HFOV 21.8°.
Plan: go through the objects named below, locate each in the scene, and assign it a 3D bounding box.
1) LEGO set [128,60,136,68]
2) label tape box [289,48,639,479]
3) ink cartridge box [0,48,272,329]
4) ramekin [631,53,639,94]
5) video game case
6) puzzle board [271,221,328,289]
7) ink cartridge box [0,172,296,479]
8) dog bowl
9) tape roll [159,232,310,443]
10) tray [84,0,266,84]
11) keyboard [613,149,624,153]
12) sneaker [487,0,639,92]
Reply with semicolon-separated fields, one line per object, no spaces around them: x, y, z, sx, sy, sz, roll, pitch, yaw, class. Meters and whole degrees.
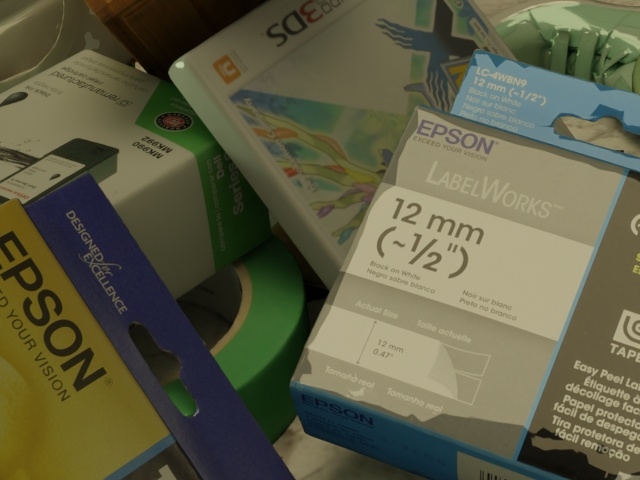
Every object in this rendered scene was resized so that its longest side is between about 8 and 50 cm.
-0.125;-0.179;1.669;0.287;0.107;0.132;1;34;10;LEGO set
0.160;0.011;1.180;0.249;0.115;0.347;18;69;16;label tape box
-0.215;-0.016;1.293;0.211;0.121;0.289;24;44;36;ink cartridge box
0.412;-0.074;1.388;0.304;0.148;0.303;-5;34;3;ramekin
0.076;-0.075;1.341;0.300;0.329;0.036;-40;5;-39;video game case
0.000;0.000;1.471;0.096;0.011;0.128;12;38;28;puzzle board
-0.178;0.133;1.083;0.307;0.303;0.072;-33;-2;-32;ink cartridge box
-0.320;-0.168;1.593;0.349;0.102;0.349;-24;17;8;dog bowl
-0.168;0.082;1.320;0.321;0.077;0.321;-5;35;3;tape roll
-0.075;-0.216;1.409;0.203;0.411;0.076;-34;81;1;tray
0.188;-0.066;1.528;0.180;0.023;0.108;0;34;8;keyboard
0.264;-0.163;1.593;0.256;0.094;0.151;-3;35;6;sneaker
